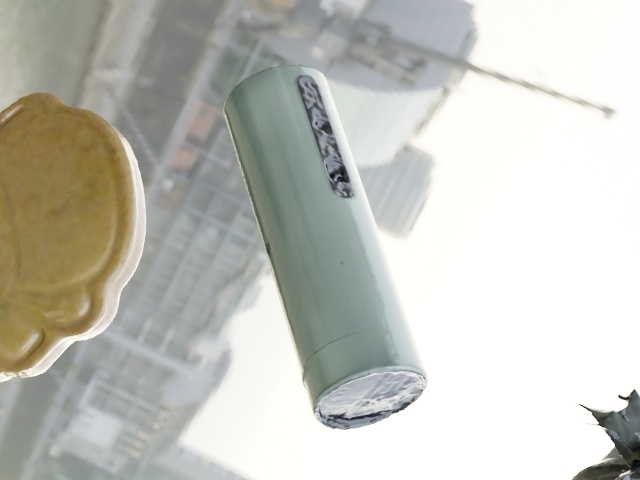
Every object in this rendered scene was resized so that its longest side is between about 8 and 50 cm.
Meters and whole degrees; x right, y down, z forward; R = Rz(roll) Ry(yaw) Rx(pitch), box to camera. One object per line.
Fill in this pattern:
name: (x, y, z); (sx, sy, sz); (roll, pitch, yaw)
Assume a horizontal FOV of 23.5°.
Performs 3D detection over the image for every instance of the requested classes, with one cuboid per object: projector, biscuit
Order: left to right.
biscuit: (-0.357, 0.003, 1.788); (0.351, 0.312, 0.057); (-35, 153, 11)
projector: (0.000, 0.000, 1.387); (0.108, 0.108, 0.337); (-58, -139, 48)

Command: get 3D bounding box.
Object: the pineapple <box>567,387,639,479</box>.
pineapple: (0.286, 0.238, 1.335); (0.364, 0.166, 0.165); (84, 20, -45)
